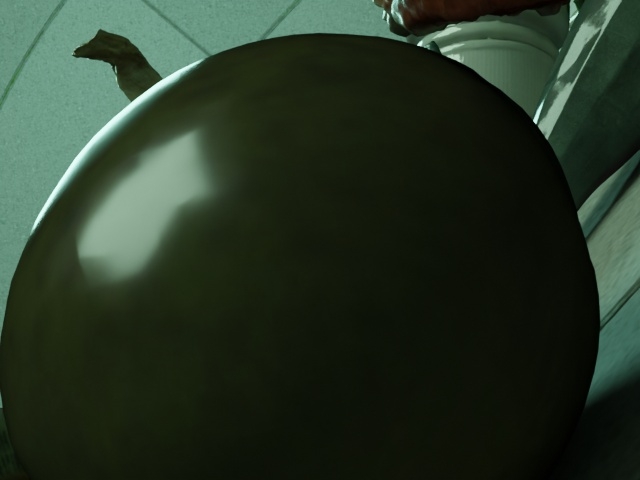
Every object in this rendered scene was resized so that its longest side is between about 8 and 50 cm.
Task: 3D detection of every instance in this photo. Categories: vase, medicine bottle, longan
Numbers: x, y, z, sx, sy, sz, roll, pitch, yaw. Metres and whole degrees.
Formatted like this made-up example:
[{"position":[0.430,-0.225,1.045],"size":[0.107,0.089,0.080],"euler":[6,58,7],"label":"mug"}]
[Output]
[{"position":[0.153,-0.068,0.737],"size":[0.214,0.086,0.086],"euler":[-55,4,-10],"label":"vase"},{"position":[0.137,-0.191,1.069],"size":[0.139,0.139,0.237],"euler":[137,137,-68],"label":"medicine bottle"},{"position":[0.002,0.027,0.494],"size":[0.248,0.248,0.248],"euler":[-50,3,3],"label":"longan"}]

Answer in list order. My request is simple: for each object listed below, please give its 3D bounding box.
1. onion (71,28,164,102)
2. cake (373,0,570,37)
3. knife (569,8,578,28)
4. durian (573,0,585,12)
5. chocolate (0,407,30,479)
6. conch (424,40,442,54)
[{"position":[-0.041,-0.046,1.200],"size":[0.358,0.345,0.358],"euler":[-28,-3,-2],"label":"onion"},{"position":[0.130,-0.156,0.442],"size":[0.283,0.151,0.177],"euler":[-6,18,33],"label":"cake"},{"position":[0.322,-0.272,1.155],"size":[0.089,0.043,0.365],"euler":[-16,-13,-21],"label":"knife"},{"position":[0.255,-0.252,0.944],"size":[0.107,0.132,0.375],"euler":[-52,-13,-16],"label":"durian"},{"position":[-0.146,0.182,0.513],"size":[0.147,0.221,0.221],"euler":[-25,9,14],"label":"chocolate"},{"position":[0.070,-0.038,0.976],"size":[0.116,0.106,0.173],"euler":[-26,-39,-13],"label":"conch"}]
